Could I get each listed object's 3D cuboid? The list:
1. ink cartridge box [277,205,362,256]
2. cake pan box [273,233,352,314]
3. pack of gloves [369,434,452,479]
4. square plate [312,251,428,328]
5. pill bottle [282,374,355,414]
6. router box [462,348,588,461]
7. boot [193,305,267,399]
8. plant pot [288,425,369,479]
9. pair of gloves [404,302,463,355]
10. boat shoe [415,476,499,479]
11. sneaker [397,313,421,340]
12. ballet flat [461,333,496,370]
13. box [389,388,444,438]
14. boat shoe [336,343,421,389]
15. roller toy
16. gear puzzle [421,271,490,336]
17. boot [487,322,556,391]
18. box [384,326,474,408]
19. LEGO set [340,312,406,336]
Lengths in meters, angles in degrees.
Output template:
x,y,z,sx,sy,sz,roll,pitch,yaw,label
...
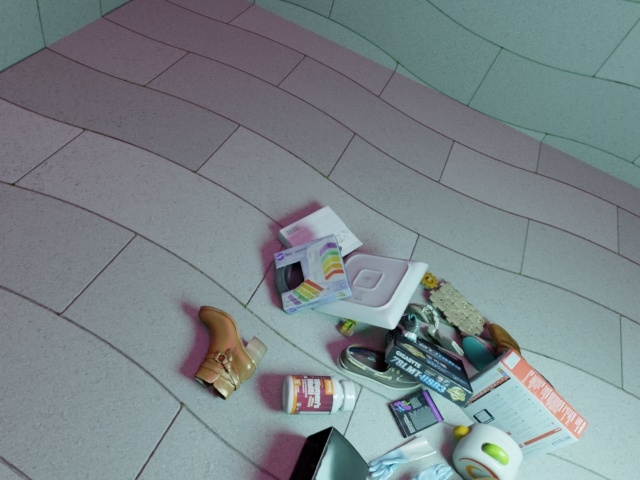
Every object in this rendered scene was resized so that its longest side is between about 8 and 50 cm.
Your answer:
x,y,z,sx,sy,sz,roll,pitch,yaw,label
0.000,0.000,1.960,0.275,0.060,0.239,-29,68,-32,ink cartridge box
-0.037,0.126,1.772,0.266,0.070,0.246,-18,58,8,cake pan box
0.274,0.699,1.451,0.232,0.046,0.195,-18,26,-21,pack of gloves
0.186,0.162,1.788,0.347,0.049,0.344,8,42,33,square plate
-0.008,0.500,1.533,0.221,0.121,0.121,5,52,-14,pill bottle
0.634,0.556,1.561,0.082,0.336,0.301,-31,69,-34,router box
-0.343,0.365,1.556,0.283,0.109,0.220,39,56,4,boot
0.028,0.684,1.378,0.167,0.188,0.187,36,50,-6,plant pot
0.406,0.312,1.729,0.042,0.204,0.240,-43,101,-14,pair of gloves
0.388,0.799,1.436,0.341,0.123,0.123,-9,44,2,boat shoe
0.320,0.296,1.715,0.064,0.076,0.166,25,9,-19,sneaker
0.667,0.475,1.800,0.316,0.108,0.106,50,35,15,ballet flat
0.330,0.595,1.631,0.162,0.029,0.116,-11,57,-26,box
0.224,0.442,1.668,0.324,0.097,0.117,16,51,-5,boat shoe
0.536,0.693,1.519,0.146,0.209,0.191,-41,109,-36,roller toy
0.524,0.261,1.939,0.175,0.044,0.339,-28,67,-40,gear puzzle
0.738,0.457,1.754,0.264,0.096,0.280,35,18,0,boot
0.367,0.419,1.643,0.295,0.073,0.293,30,11,6,box
0.195,0.259,1.793,0.286,0.107,0.132,-10,58,-25,LEGO set
